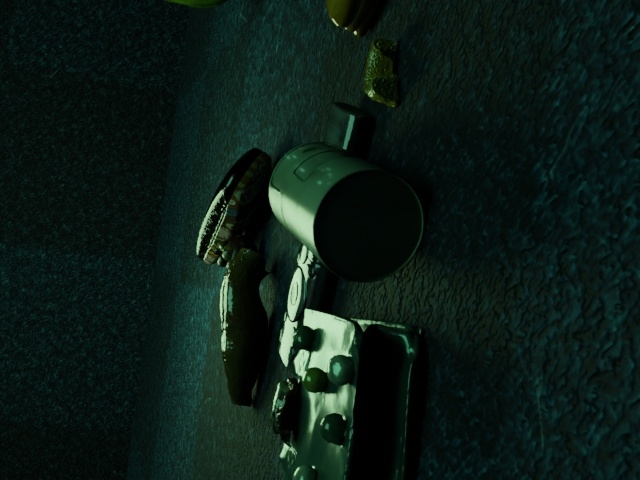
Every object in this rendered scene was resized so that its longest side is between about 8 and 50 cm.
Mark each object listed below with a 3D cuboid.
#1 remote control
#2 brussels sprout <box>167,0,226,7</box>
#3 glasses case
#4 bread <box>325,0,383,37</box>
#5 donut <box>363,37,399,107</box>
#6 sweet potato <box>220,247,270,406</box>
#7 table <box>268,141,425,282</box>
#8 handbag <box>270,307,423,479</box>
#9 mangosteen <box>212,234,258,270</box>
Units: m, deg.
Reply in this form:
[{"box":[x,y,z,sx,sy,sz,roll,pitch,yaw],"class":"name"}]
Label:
[{"box":[0.000,0.000,1.169,0.107,0.044,0.378,-120,41,-69],"class":"remote control"},{"box":[-0.277,-0.711,1.885,0.342,0.425,0.361,2,-111,-66],"class":"brussels sprout"},{"box":[-0.172,-0.061,1.627,0.122,0.082,0.321,-54,-2,-36],"class":"glasses case"},{"box":[0.058,-0.373,1.109,0.200,0.077,0.116,117,146,-49],"class":"bread"},{"box":[0.076,-0.208,1.026,0.067,0.038,0.083,-132,50,-72],"class":"donut"},{"box":[-0.128,0.156,1.469,0.112,0.085,0.286,-13,-79,-72],"class":"sweet potato"},{"box":[0.022,-0.039,0.974,0.220,0.126,0.126,-136,56,-69],"class":"table"},{"box":[0.010,0.216,0.944,0.274,0.100,0.269,-179,95,-72],"class":"handbag"},{"box":[-0.154,0.031,1.587,0.081,0.081,0.081,-172,90,-73],"class":"mangosteen"}]
